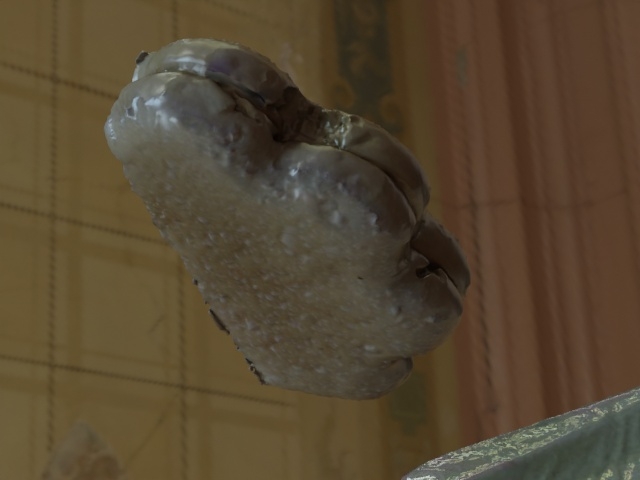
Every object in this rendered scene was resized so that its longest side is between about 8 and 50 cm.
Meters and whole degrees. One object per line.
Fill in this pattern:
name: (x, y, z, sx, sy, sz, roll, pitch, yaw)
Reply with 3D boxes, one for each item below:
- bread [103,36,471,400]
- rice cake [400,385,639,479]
bread: (0.000, -0.004, 1.011, 0.337, 0.183, 0.102, 59, -139, -45)
rice cake: (0.147, 0.095, 0.644, 0.222, 0.042, 0.080, -19, -135, -22)
